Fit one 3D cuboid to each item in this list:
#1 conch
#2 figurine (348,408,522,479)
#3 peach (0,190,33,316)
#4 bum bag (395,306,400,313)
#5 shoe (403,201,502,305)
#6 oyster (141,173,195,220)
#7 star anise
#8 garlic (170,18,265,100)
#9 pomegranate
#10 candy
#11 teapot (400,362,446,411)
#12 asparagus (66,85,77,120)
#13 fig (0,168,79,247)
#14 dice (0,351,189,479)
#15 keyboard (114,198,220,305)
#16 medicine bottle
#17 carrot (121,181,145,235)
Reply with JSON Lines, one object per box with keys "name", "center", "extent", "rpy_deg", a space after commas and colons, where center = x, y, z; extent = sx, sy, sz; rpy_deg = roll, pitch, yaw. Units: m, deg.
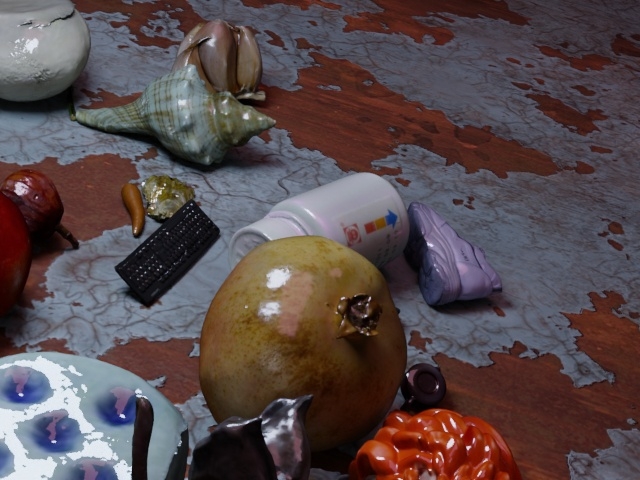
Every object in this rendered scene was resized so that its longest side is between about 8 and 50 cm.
{"name": "conch", "center": [-0.271, -0.255, 2.086], "extent": [0.386, 0.169, 0.203], "rpy_deg": [19, 26, 8]}
{"name": "figurine", "center": [0.103, 0.390, 1.272], "extent": [0.306, 0.241, 0.412], "rpy_deg": [14, 46, 43]}
{"name": "peach", "center": [-0.536, 0.020, 1.573], "extent": [0.243, 0.199, 0.243], "rpy_deg": [2, 40, -1]}
{"name": "bum bag", "center": [0.062, 0.137, 1.739], "extent": [0.087, 0.049, 0.197], "rpy_deg": [19, 35, 18]}
{"name": "shoe", "center": [0.228, 0.020, 1.932], "extent": [0.137, 0.095, 0.245], "rpy_deg": [4, 38, -19]}
{"name": "oyster", "center": [-0.274, -0.076, 1.945], "extent": [0.122, 0.045, 0.146], "rpy_deg": [17, 35, 22]}
{"name": "star anise", "center": [-0.087, 0.278, 1.114], "extent": [0.139, 0.359, 0.316], "rpy_deg": [3, 16, 27]}
{"name": "garlic", "center": [-0.231, -0.363, 2.271], "extent": [0.214, 0.191, 0.160], "rpy_deg": [-22, 22, -25]}
{"name": "pomegranate", "center": [-0.020, 0.143, 1.467], "extent": [0.319, 0.319, 0.319], "rpy_deg": [9, 34, -6]}
{"name": "candy", "center": [-0.584, -0.368, 2.127], "extent": [0.295, 0.185, 0.295], "rpy_deg": [-8, 31, 5]}
{"name": "teapot", "center": [0.151, 0.225, 1.648], "extent": [0.068, 0.045, 0.100], "rpy_deg": [44, 58, 6]}
{"name": "asparagus", "center": [-0.496, -0.275, 2.170], "extent": [0.018, 0.015, 0.127], "rpy_deg": [9, 34, -23]}
{"name": "fig", "center": [-0.474, -0.037, 1.759], "extent": [0.128, 0.150, 0.128], "rpy_deg": [-22, 6, 2]}
{"name": "dice", "center": [-0.298, 0.302, 1.189], "extent": [0.262, 0.268, 0.264], "rpy_deg": [12, 35, 1]}
{"name": "keyboard", "center": [-0.246, 0.016, 1.806], "extent": [0.087, 0.017, 0.250], "rpy_deg": [48, 36, -6]}
{"name": "medicine bottle", "center": [0.000, 0.000, 1.807], "extent": [0.170, 0.170, 0.293], "rpy_deg": [36, 39, 29]}
{"name": "carrot", "center": [-0.325, -0.057, 1.902], "extent": [0.035, 0.035, 0.142], "rpy_deg": [-1, 41, -20]}
